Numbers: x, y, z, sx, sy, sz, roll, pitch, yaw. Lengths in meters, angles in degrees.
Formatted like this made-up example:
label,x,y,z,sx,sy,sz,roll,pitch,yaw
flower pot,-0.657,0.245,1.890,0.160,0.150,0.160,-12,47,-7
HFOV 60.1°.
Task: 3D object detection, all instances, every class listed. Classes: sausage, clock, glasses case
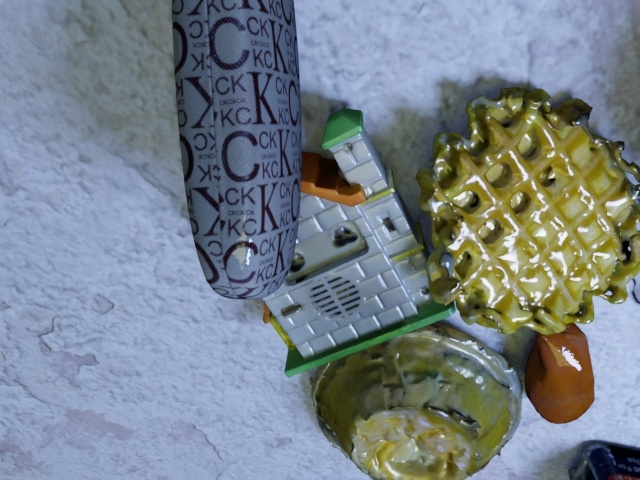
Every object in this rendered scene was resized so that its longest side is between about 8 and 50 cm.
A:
label,x,y,z,sx,sy,sz,roll,pitch,yaw
sausage,0.311,0.168,0.721,0.089,0.089,0.179,-10,127,11
clock,0.000,0.000,0.635,0.219,0.106,0.255,-24,113,17
glasses case,-0.065,-0.128,0.469,0.085,0.137,0.355,-1,95,12

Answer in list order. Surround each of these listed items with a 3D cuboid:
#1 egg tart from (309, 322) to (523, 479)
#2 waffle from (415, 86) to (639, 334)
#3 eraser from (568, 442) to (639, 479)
label,x,y,z,sx,sy,sz,roll,pitch,yaw
egg tart,0.134,0.254,0.768,0.314,0.120,0.315,4,123,6
waffle,0.231,-0.024,0.581,0.280,0.060,0.262,-1,104,-13
eraser,0.548,0.408,0.811,0.332,0.155,0.102,11,121,-3
